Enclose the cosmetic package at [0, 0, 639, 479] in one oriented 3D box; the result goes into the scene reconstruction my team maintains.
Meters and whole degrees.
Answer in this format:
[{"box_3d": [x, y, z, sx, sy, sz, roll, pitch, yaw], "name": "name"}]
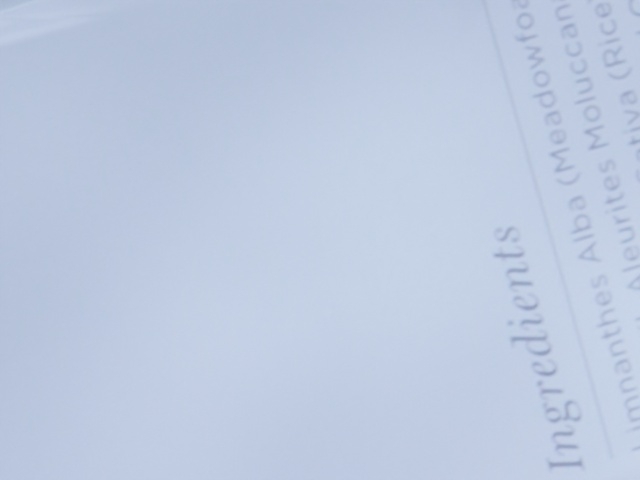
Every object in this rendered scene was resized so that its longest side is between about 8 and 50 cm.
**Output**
[{"box_3d": [0.000, 0.000, 0.515, 0.453, 0.230, 0.161, -17, 94, -8], "name": "cosmetic package"}]
